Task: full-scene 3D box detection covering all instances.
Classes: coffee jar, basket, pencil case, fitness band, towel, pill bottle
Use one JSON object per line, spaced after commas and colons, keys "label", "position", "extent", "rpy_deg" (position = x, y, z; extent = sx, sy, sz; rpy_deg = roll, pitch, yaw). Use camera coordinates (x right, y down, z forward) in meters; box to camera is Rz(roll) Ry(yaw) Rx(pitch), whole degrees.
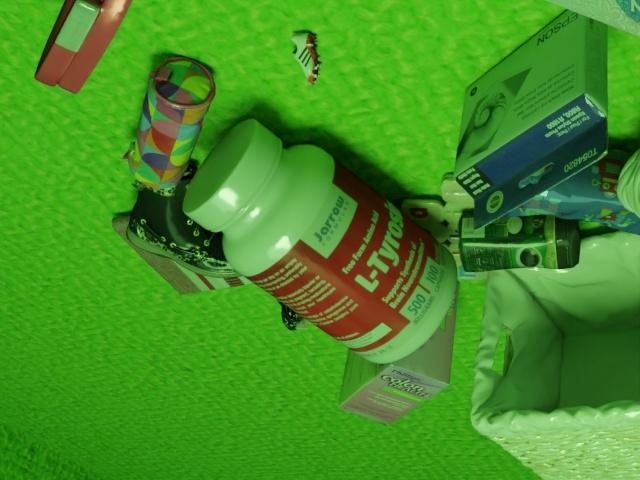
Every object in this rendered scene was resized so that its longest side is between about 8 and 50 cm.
{"label": "coffee jar", "position": [0.313, 0.000, 1.350], "extent": [0.184, 0.079, 0.096], "rpy_deg": [-2, 137, 17]}
{"label": "basket", "position": [0.449, 0.195, 1.363], "extent": [0.331, 0.328, 0.266], "rpy_deg": [-13, 136, 34]}
{"label": "pencil case", "position": [-0.230, -0.169, 1.285], "extent": [0.104, 0.104, 0.236], "rpy_deg": [20, 145, -13]}
{"label": "fitness band", "position": [-0.257, -0.293, 1.000], "extent": [0.054, 0.209, 0.291], "rpy_deg": [25, 146, -24]}
{"label": "pencil case", "position": [0.393, -0.071, 1.219], "extent": [0.306, 0.119, 0.133], "rpy_deg": [9, 162, 3]}
{"label": "towel", "position": [-0.192, 0.005, 1.594], "extent": [0.329, 0.037, 0.237], "rpy_deg": [-10, 139, 27]}
{"label": "pill bottle", "position": [0.000, 0.000, 1.331], "extent": [0.407, 0.229, 0.229], "rpy_deg": [36, 140, -24]}

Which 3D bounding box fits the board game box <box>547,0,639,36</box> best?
{"label": "board game box", "position": [0.254, -0.333, 0.758], "extent": [0.318, 0.066, 0.318], "rpy_deg": [35, 162, 36]}

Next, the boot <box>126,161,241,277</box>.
{"label": "boot", "position": [-0.211, -0.039, 1.447], "extent": [0.236, 0.085, 0.179], "rpy_deg": [18, 133, 2]}

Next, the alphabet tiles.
{"label": "alphabet tiles", "position": [0.280, -0.016, 1.424], "extent": [0.278, 0.021, 0.284], "rpy_deg": [0, 146, 13]}

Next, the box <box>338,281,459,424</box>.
{"label": "box", "position": [0.145, 0.198, 1.615], "extent": [0.117, 0.214, 0.243], "rpy_deg": [20, 146, -12]}

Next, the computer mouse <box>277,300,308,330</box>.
{"label": "computer mouse", "position": [0.030, 0.088, 1.530], "extent": [0.072, 0.188, 0.272], "rpy_deg": [-18, 154, 31]}

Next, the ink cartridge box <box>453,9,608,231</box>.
{"label": "ink cartridge box", "position": [0.252, -0.151, 1.045], "extent": [0.045, 0.224, 0.223], "rpy_deg": [27, 143, -23]}

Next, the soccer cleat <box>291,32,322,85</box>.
{"label": "soccer cleat", "position": [-0.020, -0.247, 1.166], "extent": [0.035, 0.029, 0.083], "rpy_deg": [12, 145, 16]}

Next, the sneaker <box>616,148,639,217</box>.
{"label": "sneaker", "position": [0.443, -0.125, 1.060], "extent": [0.090, 0.115, 0.232], "rpy_deg": [9, 112, 3]}
